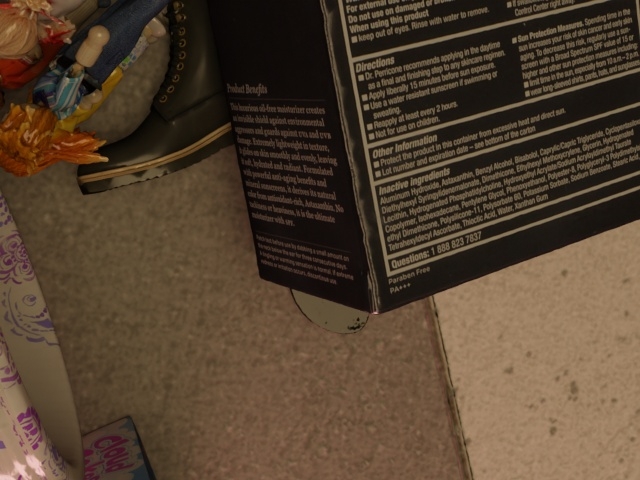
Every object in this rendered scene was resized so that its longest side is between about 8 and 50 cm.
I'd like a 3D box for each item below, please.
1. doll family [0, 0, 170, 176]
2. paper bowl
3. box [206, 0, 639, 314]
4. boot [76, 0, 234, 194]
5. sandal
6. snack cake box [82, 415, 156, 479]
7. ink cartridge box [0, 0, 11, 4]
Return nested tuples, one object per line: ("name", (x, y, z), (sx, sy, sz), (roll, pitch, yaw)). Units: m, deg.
("doll family", (-0.170, -0.118, 0.818), (0.118, 0.263, 0.163), (43, 71, -11))
("paper bowl", (-0.275, 0.062, 0.814), (0.148, 0.284, 0.284), (-20, 105, -8))
("box", (0.090, -0.137, 0.896), (0.296, 0.183, 0.294), (-17, 106, -28))
("boot", (-0.120, -0.127, 0.937), (0.198, 0.077, 0.137), (-26, 102, -22))
("sandal", (0.000, 0.000, 1.001), (0.067, 0.040, 0.179), (-17, 104, -11))
("snack cake box", (-0.144, 0.255, 0.895), (0.089, 0.264, 0.152), (-23, 105, -10))
("ink cartridge box", (-0.288, -0.313, 0.797), (0.307, 0.129, 0.223), (42, 87, -8))
